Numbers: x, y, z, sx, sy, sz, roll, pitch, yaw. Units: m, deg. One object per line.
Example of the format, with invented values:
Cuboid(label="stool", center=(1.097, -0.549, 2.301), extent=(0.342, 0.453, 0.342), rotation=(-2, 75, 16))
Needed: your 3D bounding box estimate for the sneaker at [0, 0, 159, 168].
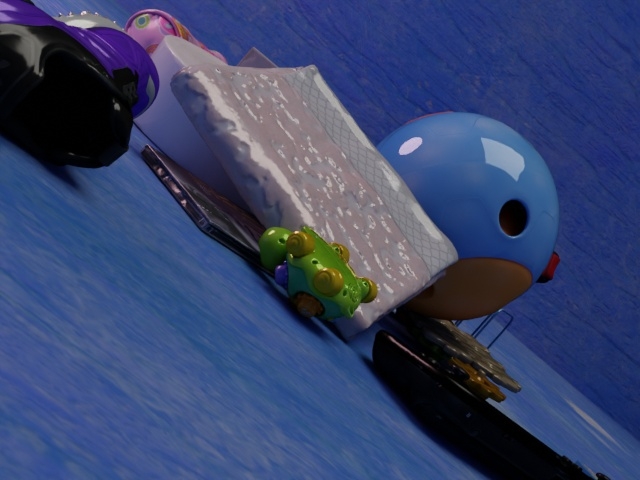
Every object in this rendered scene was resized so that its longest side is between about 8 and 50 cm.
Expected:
Cuboid(label="sneaker", center=(-0.191, -0.109, 0.855), extent=(0.146, 0.102, 0.293), rotation=(47, 11, 16))

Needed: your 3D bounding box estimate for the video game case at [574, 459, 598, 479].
Cuboid(label="video game case", center=(0.458, 0.402, 1.651), extent=(0.166, 0.015, 0.119), rotation=(39, 5, -21))

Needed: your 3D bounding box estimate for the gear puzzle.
Cuboid(label="gear puzzle", center=(0.189, 0.165, 1.539), extent=(0.175, 0.044, 0.339), rotation=(32, 6, -13))

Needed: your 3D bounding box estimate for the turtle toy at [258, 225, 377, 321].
Cuboid(label="turtle toy", center=(-0.010, 0.031, 1.068), extent=(0.130, 0.066, 0.095), rotation=(51, 17, 28))

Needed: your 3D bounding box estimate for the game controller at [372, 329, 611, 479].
Cuboid(label="game controller", center=(0.183, 0.192, 1.143), extent=(0.319, 0.067, 0.166), rotation=(38, 6, -34))

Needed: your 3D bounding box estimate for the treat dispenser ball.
Cuboid(label="treat dispenser ball", center=(0.182, -0.033, 1.521), extent=(0.288, 0.288, 0.288), rotation=(40, 5, -4))

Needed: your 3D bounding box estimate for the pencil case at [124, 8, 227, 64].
Cuboid(label="pencil case", center=(-0.259, -0.322, 1.999), extent=(0.124, 0.124, 0.284), rotation=(42, 5, 13))

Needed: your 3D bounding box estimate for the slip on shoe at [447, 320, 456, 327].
Cuboid(label="slip on shoe", center=(0.201, 0.147, 1.775), extent=(0.051, 0.041, 0.135), rotation=(43, 6, 19))

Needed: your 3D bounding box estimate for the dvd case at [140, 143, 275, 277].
Cuboid(label="dvd case", center=(-0.083, -0.010, 1.183), extent=(0.221, 0.018, 0.164), rotation=(36, 7, -44))

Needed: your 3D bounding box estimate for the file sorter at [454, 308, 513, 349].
Cuboid(label="file sorter", center=(0.255, 0.121, 2.033), extent=(0.170, 0.104, 0.118), rotation=(44, 7, 26))

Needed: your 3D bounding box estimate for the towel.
Cuboid(label="towel", center=(0.006, -0.065, 1.262), extent=(0.332, 0.053, 0.317), rotation=(54, 26, 7))

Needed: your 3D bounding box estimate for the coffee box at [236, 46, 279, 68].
Cuboid(label="coffee box", center=(-0.092, -0.201, 1.876), extent=(0.119, 0.168, 0.297), rotation=(41, 4, 9))

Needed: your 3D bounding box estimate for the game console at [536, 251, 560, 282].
Cuboid(label="game console", center=(0.216, -0.008, 2.044), extent=(0.386, 0.060, 0.342), rotation=(24, -10, -40))

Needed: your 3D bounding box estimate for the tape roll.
Cuboid(label="tape roll", center=(-0.113, -0.141, 1.435), extent=(0.286, 0.100, 0.286), rotation=(36, 11, -8))
